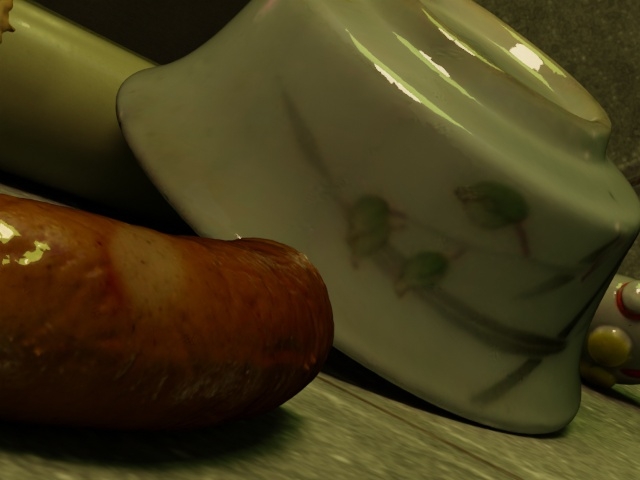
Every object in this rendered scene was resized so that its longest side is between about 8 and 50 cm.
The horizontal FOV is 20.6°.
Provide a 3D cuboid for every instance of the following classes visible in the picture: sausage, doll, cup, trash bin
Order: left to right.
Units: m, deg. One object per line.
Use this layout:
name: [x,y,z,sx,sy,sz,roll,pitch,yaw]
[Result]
trash bin: [-0.201,-0.106,1.219,0.247,0.121,0.243,23,5,-34]
sausage: [-0.064,0.032,0.685,0.103,0.076,0.302,17,2,20]
cup: [0.063,-0.056,1.073,0.347,0.163,0.347,33,18,-12]
doll: [0.186,0.051,1.347,0.245,0.076,0.142,28,-30,11]

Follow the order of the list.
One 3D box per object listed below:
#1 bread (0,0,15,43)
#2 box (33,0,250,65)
bread: [-0.303,-0.138,0.927,0.261,0.160,0.147,15,4,-34]
box: [-0.174,-0.177,1.492,0.345,0.204,0.251,19,7,-31]
